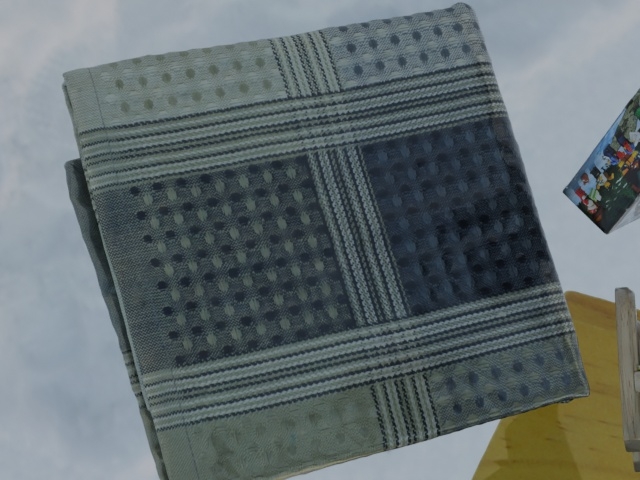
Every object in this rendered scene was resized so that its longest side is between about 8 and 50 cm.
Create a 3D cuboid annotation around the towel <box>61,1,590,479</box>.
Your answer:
[{"bbox_3d":[0.000,0.000,1.157,0.324,0.056,0.312,-11,77,-20],"label":"towel"}]

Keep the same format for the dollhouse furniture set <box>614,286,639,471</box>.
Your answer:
[{"bbox_3d":[0.290,0.054,1.011,0.212,0.161,0.242,-4,163,12],"label":"dollhouse furniture set"}]

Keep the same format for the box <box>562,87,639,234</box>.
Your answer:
[{"bbox_3d":[0.275,-0.099,1.119,0.233,0.044,0.159,-22,153,-48],"label":"box"}]

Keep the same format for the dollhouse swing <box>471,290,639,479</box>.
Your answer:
[{"bbox_3d":[0.226,0.280,1.391,0.347,0.315,0.305,-60,153,-28],"label":"dollhouse swing"}]
